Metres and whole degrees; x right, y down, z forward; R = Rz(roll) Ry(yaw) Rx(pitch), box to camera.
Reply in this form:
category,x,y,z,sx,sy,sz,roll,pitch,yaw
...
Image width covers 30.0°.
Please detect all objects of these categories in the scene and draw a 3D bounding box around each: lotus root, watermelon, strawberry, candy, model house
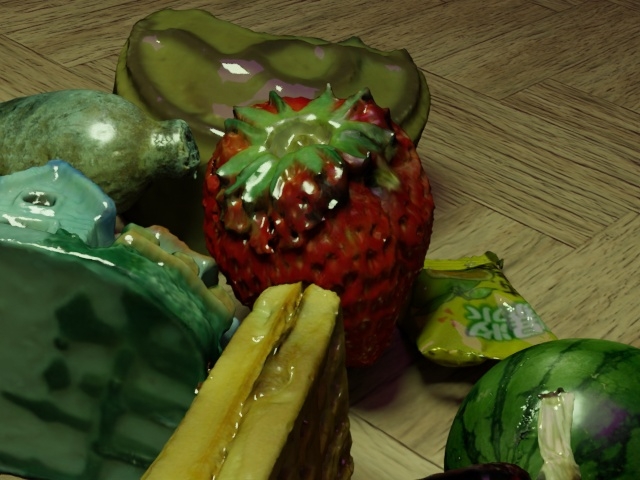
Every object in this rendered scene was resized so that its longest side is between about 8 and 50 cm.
category,x,y,z,sx,sy,sz,roll,pitch,yaw
lotus root,-0.303,-0.089,1.351,0.349,0.175,0.175,-9,23,25
watermelon,0.224,0.199,1.014,0.242,0.242,0.242,6,30,-4
strawberry,0.000,0.000,1.254,0.238,0.288,0.250,14,49,30
candy,0.165,0.077,1.364,0.187,0.081,0.297,1,20,-13
model house,-0.214,0.049,1.174,0.294,0.252,0.329,10,24,3

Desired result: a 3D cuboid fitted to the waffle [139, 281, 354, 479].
category,x,y,z,sx,sy,sz,roll,pitch,yaw
waffle,-0.047,0.198,0.963,0.098,0.224,0.328,7,30,15

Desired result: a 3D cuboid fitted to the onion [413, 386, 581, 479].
category,x,y,z,sx,sy,sz,roll,pitch,yaw
onion,0.111,0.304,0.819,0.256,0.272,0.230,-23,52,-11

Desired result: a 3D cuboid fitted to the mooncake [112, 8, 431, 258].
category,x,y,z,sx,sy,sz,roll,pitch,yaw
mooncake,-0.069,-0.145,1.529,0.394,0.246,0.393,-14,43,-28
